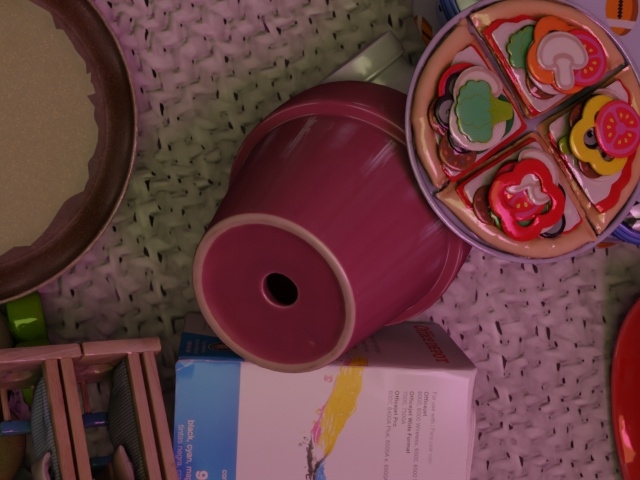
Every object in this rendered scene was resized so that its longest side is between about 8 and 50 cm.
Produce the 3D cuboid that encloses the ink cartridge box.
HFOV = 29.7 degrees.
[{"bbox_3d":[-0.002,0.160,0.998,0.233,0.171,0.168,3,98,-4],"label":"ink cartridge box"}]

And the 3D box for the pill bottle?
[{"bbox_3d":[0.083,-0.080,1.009,0.103,0.103,0.184,-37,98,1],"label":"pill bottle"}]

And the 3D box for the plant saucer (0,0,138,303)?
[{"bbox_3d":[-0.305,-0.098,1.005,0.311,0.050,0.310,0,95,-3],"label":"plant saucer"}]

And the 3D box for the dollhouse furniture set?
[{"bbox_3d":[-0.202,0.173,0.936,0.129,0.183,0.129,-1,64,-28],"label":"dollhouse furniture set"}]

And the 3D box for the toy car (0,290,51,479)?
[{"bbox_3d":[-0.296,0.157,1.019,0.155,0.149,0.188,-11,122,-14],"label":"toy car"}]

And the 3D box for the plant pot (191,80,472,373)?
[{"bbox_3d":[0.000,0.000,0.917,0.201,0.180,0.201,12,120,21],"label":"plant pot"}]

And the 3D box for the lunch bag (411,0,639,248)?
[{"bbox_3d":[0.232,-0.146,0.979,0.243,0.115,0.303,-41,97,-14],"label":"lunch bag"}]

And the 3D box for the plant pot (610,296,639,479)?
[{"bbox_3d":[0.409,0.152,0.990,0.243,0.275,0.274,-8,97,-12],"label":"plant pot"}]

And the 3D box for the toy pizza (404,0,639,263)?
[{"bbox_3d":[0.159,-0.083,0.883,0.201,0.032,0.201,0,89,-16],"label":"toy pizza"}]
